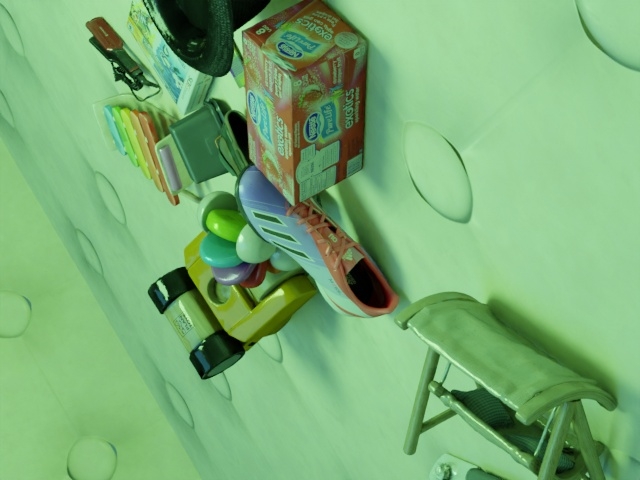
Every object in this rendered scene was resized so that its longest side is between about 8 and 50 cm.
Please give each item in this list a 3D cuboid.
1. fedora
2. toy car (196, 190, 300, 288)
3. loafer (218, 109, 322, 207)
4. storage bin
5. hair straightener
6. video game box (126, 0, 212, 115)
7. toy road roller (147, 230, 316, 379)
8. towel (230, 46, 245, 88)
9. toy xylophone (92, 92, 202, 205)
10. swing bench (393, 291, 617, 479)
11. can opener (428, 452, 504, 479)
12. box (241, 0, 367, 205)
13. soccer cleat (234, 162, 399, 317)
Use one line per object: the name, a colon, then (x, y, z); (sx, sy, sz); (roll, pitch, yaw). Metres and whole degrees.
fedora: (-0.153, -0.399, 1.731); (0.334, 0.152, 0.334); (47, 154, 31)
toy car: (-0.123, 0.011, 2.028); (0.159, 0.136, 0.182); (34, -168, 37)
loafer: (-0.090, -0.120, 2.022); (0.267, 0.096, 0.084); (42, 146, 42)
storage bin: (-0.199, -0.164, 2.176); (0.135, 0.091, 0.098); (66, 170, -18)
hair straightener: (-0.382, -0.344, 2.456); (0.230, 0.047, 0.089); (42, 152, 29)
video game box: (-0.259, -0.342, 2.173); (0.205, 0.048, 0.187); (57, 155, 9)
toy road roller: (-0.128, 0.082, 2.272); (0.329, 0.240, 0.202); (-43, 74, 29)
towel: (-0.139, -0.289, 2.026); (0.083, 0.009, 0.060); (62, 157, -5)
toy xylophone: (-0.334, -0.173, 2.494); (0.322, 0.081, 0.236); (24, 139, 56)
swing bench: (0.239, 0.216, 1.626); (0.253, 0.165, 0.255); (38, 144, 45)
can opener: (0.255, 0.395, 1.948); (0.093, 0.074, 0.280); (31, 170, -22)
box: (-0.022, -0.190, 1.735); (0.122, 0.128, 0.257); (47, 155, 31)
soccer cleat: (0.000, 0.000, 1.884); (0.318, 0.109, 0.116); (49, 158, -26)
